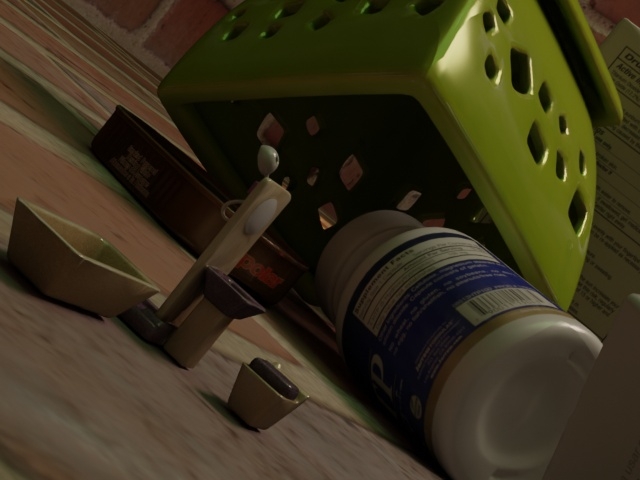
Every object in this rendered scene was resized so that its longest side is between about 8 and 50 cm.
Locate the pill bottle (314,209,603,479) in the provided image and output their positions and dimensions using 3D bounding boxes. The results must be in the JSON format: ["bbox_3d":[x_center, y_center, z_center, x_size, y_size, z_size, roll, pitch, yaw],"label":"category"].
[{"bbox_3d":[0.073,0.056,0.915,0.112,0.112,0.186,38,3,-36],"label":"pill bottle"}]

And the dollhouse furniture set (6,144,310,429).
[{"bbox_3d":[-0.040,0.003,0.535,0.091,0.081,0.114,41,3,22],"label":"dollhouse furniture set"}]

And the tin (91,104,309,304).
[{"bbox_3d":[-0.077,-0.022,0.975,0.106,0.040,0.189,32,6,-40],"label":"tin"}]

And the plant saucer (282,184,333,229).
[{"bbox_3d":[0.000,0.000,1.681,0.200,0.037,0.200,39,3,-3],"label":"plant saucer"}]

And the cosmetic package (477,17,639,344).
[{"bbox_3d":[0.191,0.009,1.178,0.160,0.309,0.113,41,1,16],"label":"cosmetic package"}]

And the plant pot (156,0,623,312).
[{"bbox_3d":[0.066,-0.096,1.065,0.228,0.207,0.227,1,-41,38],"label":"plant pot"}]

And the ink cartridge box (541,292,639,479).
[{"bbox_3d":[0.259,0.149,0.584,0.223,0.129,0.307,0,32,-33],"label":"ink cartridge box"}]
